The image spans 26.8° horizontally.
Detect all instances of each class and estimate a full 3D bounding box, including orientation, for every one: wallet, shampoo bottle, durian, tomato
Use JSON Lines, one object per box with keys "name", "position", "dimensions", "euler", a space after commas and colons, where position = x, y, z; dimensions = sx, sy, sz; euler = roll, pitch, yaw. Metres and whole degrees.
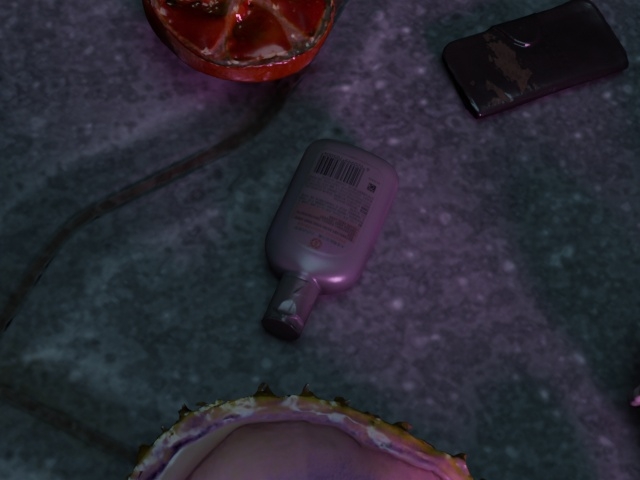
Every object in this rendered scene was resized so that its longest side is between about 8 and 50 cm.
{"name": "wallet", "position": [0.182, -0.157, 1.148], "dimensions": [0.157, 0.018, 0.082], "euler": [-18, 67, -16]}
{"name": "shampoo bottle", "position": [0.000, 0.000, 1.027], "dimensions": [0.080, 0.040, 0.165], "euler": [23, 63, 2]}
{"name": "durian", "position": [0.007, 0.204, 0.889], "dimensions": [0.341, 0.112, 0.191], "euler": [10, 63, -11]}
{"name": "tomato", "position": [-0.065, -0.182, 1.093], "dimensions": [0.156, 0.069, 0.155], "euler": [3, 60, -6]}

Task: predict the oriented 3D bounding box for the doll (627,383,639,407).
{"name": "doll", "position": [0.311, 0.172, 0.952], "dimensions": [0.138, 0.119, 0.293], "euler": [-31, 71, 20]}
